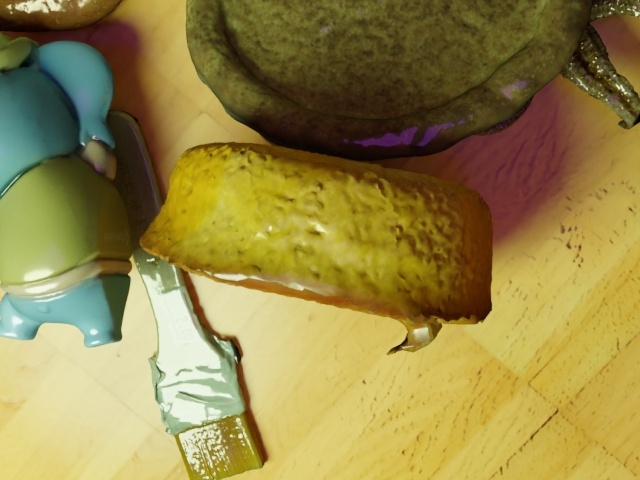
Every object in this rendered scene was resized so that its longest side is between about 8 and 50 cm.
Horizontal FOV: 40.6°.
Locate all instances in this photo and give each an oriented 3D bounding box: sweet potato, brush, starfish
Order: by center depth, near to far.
[{"bbox_3d":[0.165,-0.177,0.651,0.238,0.057,0.213,20,98,21],"label":"starfish"},{"bbox_3d":[-0.190,-0.201,0.681,0.202,0.055,0.058,-21,142,6],"label":"sweet potato"},{"bbox_3d":[-0.130,0.052,0.741,0.085,0.020,0.336,-16,99,9],"label":"brush"}]

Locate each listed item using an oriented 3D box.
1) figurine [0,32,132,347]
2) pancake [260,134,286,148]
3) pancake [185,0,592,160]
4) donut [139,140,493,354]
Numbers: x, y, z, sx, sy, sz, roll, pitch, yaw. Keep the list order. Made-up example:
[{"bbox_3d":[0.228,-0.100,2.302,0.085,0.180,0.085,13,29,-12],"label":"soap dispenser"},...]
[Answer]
[{"bbox_3d":[-0.240,-0.037,0.666,0.180,0.154,0.262,-15,86,33],"label":"figurine"},{"bbox_3d":[0.000,-0.138,0.682,0.152,0.025,0.151,3,104,11],"label":"pancake"},{"bbox_3d":[0.047,-0.186,0.622,0.288,0.033,0.286,30,82,19],"label":"pancake"},{"bbox_3d":[0.003,0.000,0.611,0.253,0.253,0.118,8,93,4],"label":"donut"}]
